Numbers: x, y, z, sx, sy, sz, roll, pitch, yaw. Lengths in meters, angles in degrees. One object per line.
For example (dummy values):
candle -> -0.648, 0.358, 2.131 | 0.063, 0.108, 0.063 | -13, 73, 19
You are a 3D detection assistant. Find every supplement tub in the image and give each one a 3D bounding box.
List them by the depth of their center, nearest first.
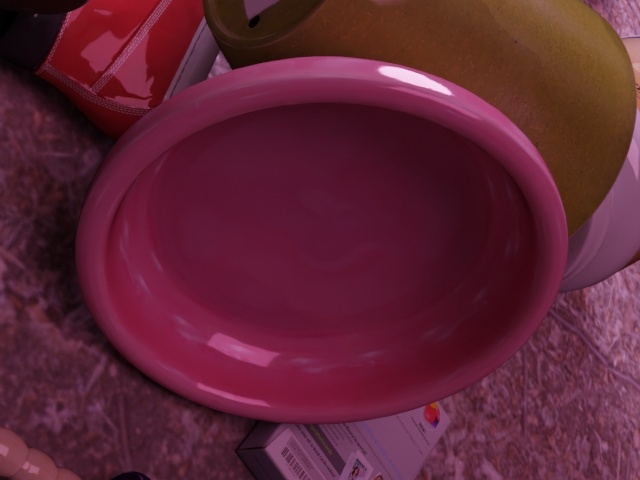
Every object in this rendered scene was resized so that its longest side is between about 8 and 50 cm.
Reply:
supplement tub -> 0.260, -0.078, 1.107 | 0.316, 0.228, 0.228 | -20, 94, -46

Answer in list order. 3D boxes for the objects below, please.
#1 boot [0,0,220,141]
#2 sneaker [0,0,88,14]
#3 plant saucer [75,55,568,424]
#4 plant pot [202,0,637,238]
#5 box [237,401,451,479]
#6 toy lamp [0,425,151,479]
boot -> -0.148, -0.208, 0.833 | 0.176, 0.088, 0.244 | 36, 60, -32
sneaker -> -0.245, -0.236, 0.628 | 0.290, 0.106, 0.123 | 25, 65, -37
plant saucer -> 0.000, 0.000, 0.774 | 0.332, 0.332, 0.084 | 38, 32, -33
plant pot -> 0.055, -0.141, 0.852 | 0.293, 0.275, 0.274 | 29, 60, -47
box -> 0.027, 0.166, 0.943 | 0.145, 0.038, 0.186 | 57, 48, -19
toy lamp -> -0.188, 0.144, 0.703 | 0.275, 0.080, 0.080 | 42, 53, -30
